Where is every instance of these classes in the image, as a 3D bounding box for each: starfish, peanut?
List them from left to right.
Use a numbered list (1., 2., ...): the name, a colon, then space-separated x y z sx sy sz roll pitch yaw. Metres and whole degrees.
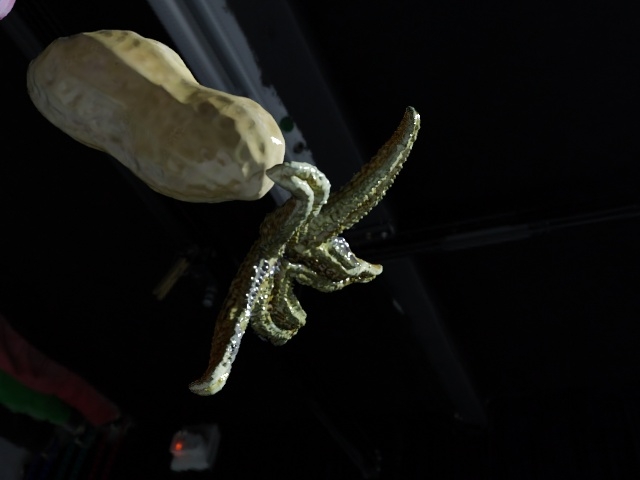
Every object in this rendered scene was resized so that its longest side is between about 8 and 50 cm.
1. peanut: -0.181 -0.136 0.728 0.313 0.149 0.149 32 -39 16
2. starfish: 0.000 0.000 0.367 0.053 0.176 0.208 42 1 12

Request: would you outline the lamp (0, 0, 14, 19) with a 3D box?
1. lamp: -0.348 -0.359 0.588 0.301 0.247 0.247 31 -83 -1
